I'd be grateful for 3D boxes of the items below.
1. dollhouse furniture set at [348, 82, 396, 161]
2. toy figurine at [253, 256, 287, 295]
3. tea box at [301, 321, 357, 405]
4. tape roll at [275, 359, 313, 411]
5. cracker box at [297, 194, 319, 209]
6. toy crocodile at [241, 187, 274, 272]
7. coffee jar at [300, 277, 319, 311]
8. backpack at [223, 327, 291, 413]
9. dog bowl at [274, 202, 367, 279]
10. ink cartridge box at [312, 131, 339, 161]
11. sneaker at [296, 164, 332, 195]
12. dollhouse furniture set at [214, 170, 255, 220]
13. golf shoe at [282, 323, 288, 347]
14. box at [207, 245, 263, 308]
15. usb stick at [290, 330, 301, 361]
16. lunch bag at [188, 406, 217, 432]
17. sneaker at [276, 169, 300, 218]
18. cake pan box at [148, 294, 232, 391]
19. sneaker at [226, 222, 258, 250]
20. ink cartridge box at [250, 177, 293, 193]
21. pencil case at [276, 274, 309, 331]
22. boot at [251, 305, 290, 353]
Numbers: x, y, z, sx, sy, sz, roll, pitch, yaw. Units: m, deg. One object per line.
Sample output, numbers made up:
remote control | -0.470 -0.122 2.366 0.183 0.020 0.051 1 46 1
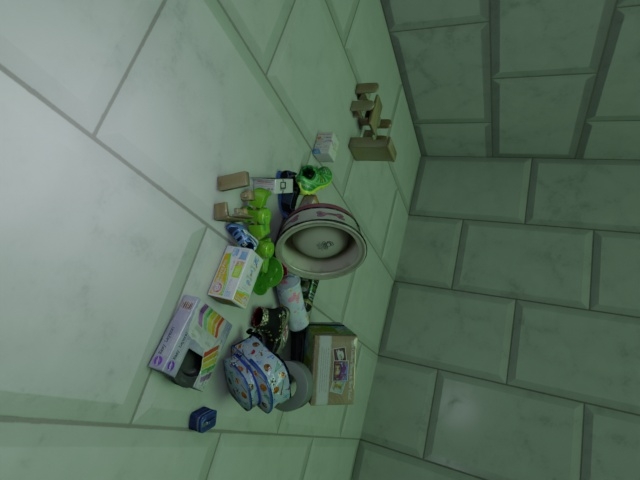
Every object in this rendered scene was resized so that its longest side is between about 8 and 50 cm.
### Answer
dollhouse furniture set | 0.354 -0.698 2.607 0.362 0.256 0.395 48 54 -58
toy figurine | -0.204 0.152 1.832 0.173 0.130 0.159 -62 165 5
tea box | 0.031 0.596 2.109 0.323 0.219 0.329 180 -87 -76
tape roll | -0.143 0.656 1.932 0.072 0.219 0.219 26 72 -65
cracker box | -0.066 -0.092 2.090 0.156 0.067 0.232 66 38 -46
toy crocodile | -0.240 -0.036 1.680 0.105 0.115 0.341 -32 124 -60
coffee jar | -0.069 0.265 2.155 0.096 0.079 0.185 49 53 -57
backpack | -0.239 0.529 1.650 0.213 0.263 0.277 -33 127 -38
dog bowl | 0.000 0.000 1.904 0.408 0.407 0.151 67 16 -46
ink cartridge box | 0.031 -0.484 2.172 0.090 0.092 0.143 43 56 -59
sneaker | -0.026 -0.313 2.072 0.295 0.109 0.124 -45 139 -53
dollhouse furniture set | -0.294 -0.153 1.537 0.123 0.144 0.151 8 74 -69
golf shoe | -0.183 0.415 1.974 0.086 0.067 0.186 -11 115 -68
box | -0.311 0.135 1.571 0.103 0.114 0.203 55 47 -56
usb stick | -0.122 0.526 2.147 0.077 0.045 0.278 -16 110 -65
lunch bag | -0.416 0.646 1.532 0.098 0.065 0.067 -2 98 -64
sneaker | -0.133 -0.198 1.893 0.081 0.090 0.233 -50 138 -50
cake pan box | -0.429 0.354 1.436 0.246 0.070 0.267 59 44 -49
sneaker | -0.290 -0.010 1.587 0.144 0.053 0.059 39 28 -23
ink cartridge box | -0.200 -0.224 1.731 0.180 0.104 0.060 -17 112 -62
pencil case | -0.127 0.295 1.996 0.124 0.113 0.273 -32 127 -31
boot | -0.236 0.394 1.845 0.178 0.085 0.237 19 90 -53
